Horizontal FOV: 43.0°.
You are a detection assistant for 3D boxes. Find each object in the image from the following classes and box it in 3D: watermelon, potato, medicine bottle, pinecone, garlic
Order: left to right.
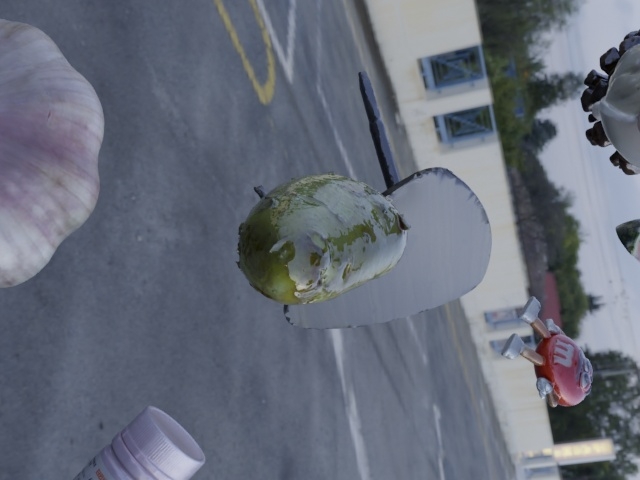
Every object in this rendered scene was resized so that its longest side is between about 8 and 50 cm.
[{"bbox_3d":[-0.283,-0.071,0.606,0.253,0.245,0.244,163,-83,-77],"label":"garlic"},{"bbox_3d":[-0.301,0.379,1.215,0.133,0.250,0.133,45,-5,5],"label":"medicine bottle"},{"bbox_3d":[0.000,0.000,0.607,0.085,0.105,0.188,-65,166,22],"label":"potato"},{"bbox_3d":[0.532,-0.003,1.294,0.163,0.069,0.086,21,37,-42],"label":"watermelon"},{"bbox_3d":[0.489,-0.193,1.165,0.201,0.203,0.228,155,-70,-63],"label":"pinecone"}]

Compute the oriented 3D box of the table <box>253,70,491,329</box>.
[{"bbox_3d":[0.050,-0.047,1.188,0.249,0.318,0.317,65,1,37],"label":"table"}]

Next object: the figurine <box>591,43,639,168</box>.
[{"bbox_3d":[0.349,-0.098,0.699,0.256,0.182,0.144,48,-13,47],"label":"figurine"}]

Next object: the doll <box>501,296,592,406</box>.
[{"bbox_3d":[0.430,0.227,1.494,0.217,0.085,0.183,49,47,-13],"label":"doll"}]
